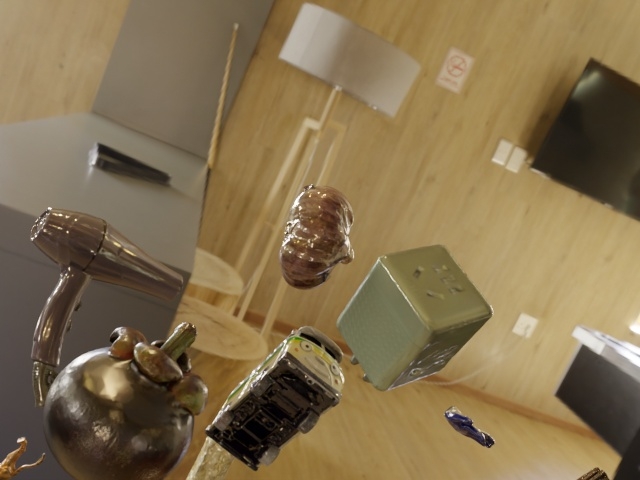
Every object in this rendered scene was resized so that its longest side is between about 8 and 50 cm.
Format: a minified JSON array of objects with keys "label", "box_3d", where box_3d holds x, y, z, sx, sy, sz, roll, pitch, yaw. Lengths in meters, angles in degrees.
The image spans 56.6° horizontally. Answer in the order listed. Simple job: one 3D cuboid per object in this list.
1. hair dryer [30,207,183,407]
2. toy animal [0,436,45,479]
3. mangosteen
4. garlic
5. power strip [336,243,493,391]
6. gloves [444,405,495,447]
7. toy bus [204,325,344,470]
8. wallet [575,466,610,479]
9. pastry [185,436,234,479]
[{"label":"hair dryer","box_3d":[-0.444,0.143,1.127,0.301,0.361,0.121,34,-28,-35]},{"label":"toy animal","box_3d":[-0.851,0.608,1.567,0.255,0.116,0.114,-9,23,6]},{"label":"mangosteen","box_3d":[-0.237,0.206,0.767,0.194,0.230,0.194,41,-5,4]},{"label":"garlic","box_3d":[0.000,0.000,1.290,0.160,0.245,0.245,21,9,5]},{"label":"power strip","box_3d":[0.123,0.132,0.893,0.140,0.224,0.139,-10,54,-37]},{"label":"gloves","box_3d":[0.230,0.291,0.921,0.086,0.026,0.064,37,-15,31]},{"label":"toy bus","box_3d":[-0.079,0.309,1.203,0.143,0.305,0.179,39,32,-4]},{"label":"wallet","box_3d":[0.219,0.336,0.583,0.124,0.230,0.042,63,-12,3]},{"label":"pastry","box_3d":[-0.259,0.529,1.451,0.089,0.258,0.121,31,-13,-8]}]
